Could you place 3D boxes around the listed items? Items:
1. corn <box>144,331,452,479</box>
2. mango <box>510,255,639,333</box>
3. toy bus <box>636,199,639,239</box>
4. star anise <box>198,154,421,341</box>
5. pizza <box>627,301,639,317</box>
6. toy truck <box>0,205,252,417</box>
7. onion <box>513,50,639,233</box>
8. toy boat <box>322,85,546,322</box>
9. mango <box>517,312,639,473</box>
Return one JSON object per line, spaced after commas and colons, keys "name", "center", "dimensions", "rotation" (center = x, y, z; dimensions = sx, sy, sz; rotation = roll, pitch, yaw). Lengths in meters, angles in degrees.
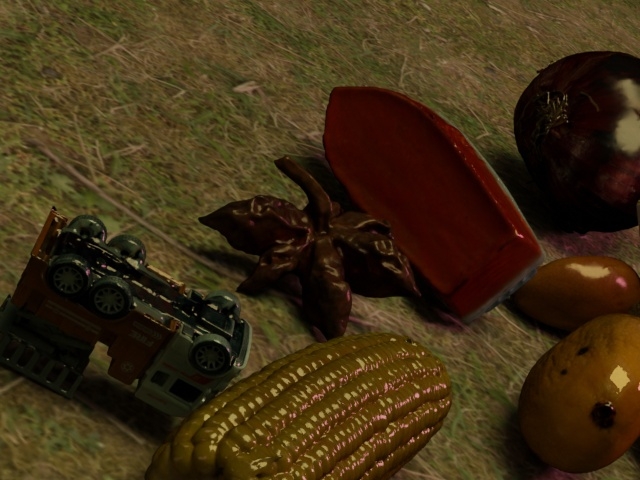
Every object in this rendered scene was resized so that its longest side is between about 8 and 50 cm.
{"name": "corn", "center": [-0.005, 0.148, 1.090], "dimensions": [0.131, 0.131, 0.344], "rotation": [39, 24, 15]}
{"name": "mango", "center": [0.291, 0.063, 1.608], "dimensions": [0.159, 0.105, 0.084], "rotation": [-2, 66, -31]}
{"name": "toy bus", "center": [0.406, 0.058, 1.605], "dimensions": [0.081, 0.226, 0.074], "rotation": [-2, 5, 32]}
{"name": "star anise", "center": [0.001, 0.007, 1.383], "dimensions": [0.212, 0.111, 0.196], "rotation": [4, 43, -56]}
{"name": "pizza", "center": [0.428, 0.208, 1.487], "dimensions": [0.323, 0.089, 0.223], "rotation": [37, 38, -9]}
{"name": "toy truck", "center": [-0.149, 0.068, 1.079], "dimensions": [0.177, 0.115, 0.080], "rotation": [30, 25, -12]}
{"name": "onion", "center": [0.367, -0.121, 1.871], "dimensions": [0.281, 0.221, 0.281], "rotation": [30, 25, -16]}
{"name": "toy boat", "center": [0.115, -0.054, 1.579], "dimensions": [0.332, 0.145, 0.133], "rotation": [53, 9, 34]}
{"name": "mango", "center": [0.258, 0.136, 1.379], "dimensions": [0.109, 0.157, 0.262], "rotation": [41, 13, 2]}
